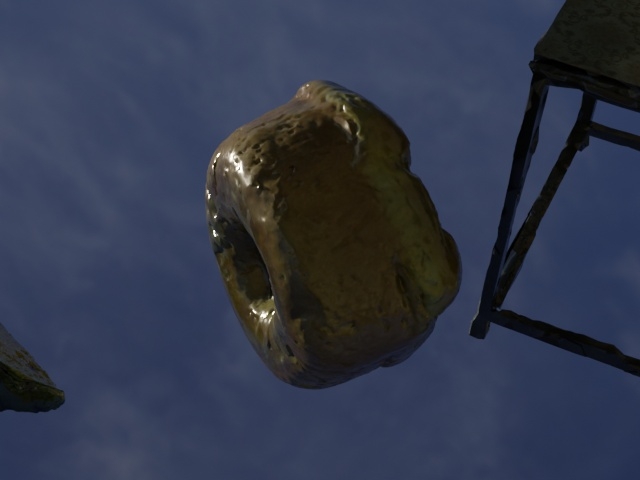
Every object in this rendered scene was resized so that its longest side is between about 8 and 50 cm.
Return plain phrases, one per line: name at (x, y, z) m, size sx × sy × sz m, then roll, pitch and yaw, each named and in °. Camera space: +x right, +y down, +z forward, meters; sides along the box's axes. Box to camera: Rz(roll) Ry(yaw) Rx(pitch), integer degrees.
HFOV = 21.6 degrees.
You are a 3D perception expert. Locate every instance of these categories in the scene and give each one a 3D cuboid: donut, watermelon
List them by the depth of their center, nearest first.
donut at (0.000, 0.000, 1.218) m, size 0.128 × 0.261 × 0.208 m, roll -22°, pitch -105°, yaw -15°
watermelon at (-0.306, 0.082, 1.453) m, size 0.092 × 0.075 × 0.181 m, roll -22°, pitch -135°, yaw -28°

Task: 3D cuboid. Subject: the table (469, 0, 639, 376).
table at (0.294, -0.080, 1.376) m, size 0.222 × 0.272 × 0.335 m, roll 19°, pitch -142°, yaw 14°
